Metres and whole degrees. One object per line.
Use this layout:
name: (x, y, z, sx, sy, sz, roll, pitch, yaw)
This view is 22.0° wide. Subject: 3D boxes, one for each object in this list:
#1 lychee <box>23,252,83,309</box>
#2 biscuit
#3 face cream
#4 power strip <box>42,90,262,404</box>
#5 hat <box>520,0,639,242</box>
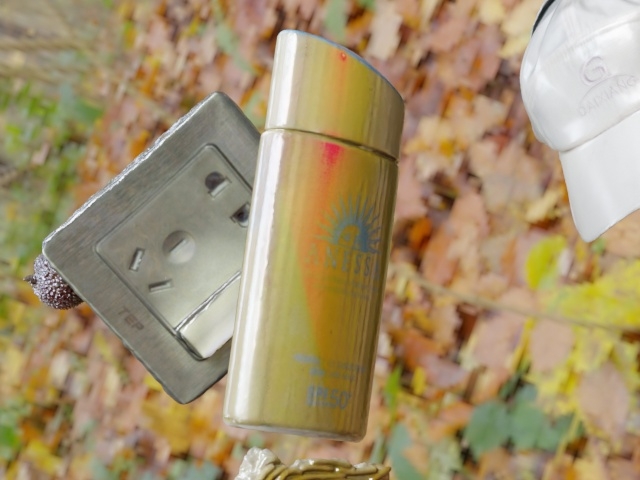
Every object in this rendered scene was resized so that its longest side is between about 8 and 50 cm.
lychee: (-0.275, 0.042, 1.740, 0.068, 0.083, 0.067, -44, 60, 46)
biscuit: (-0.015, 0.284, 1.771, 0.228, 0.176, 0.031, -33, 21, -30)
face cream: (0.000, 0.000, 1.199, 0.067, 0.139, 0.285, 1, 81, 41)
power strip: (-0.130, 0.007, 1.745, 0.257, 0.251, 0.092, -42, 19, -7)
hat: (0.250, -0.121, 1.445, 0.219, 0.164, 0.226, -33, 22, 32)
